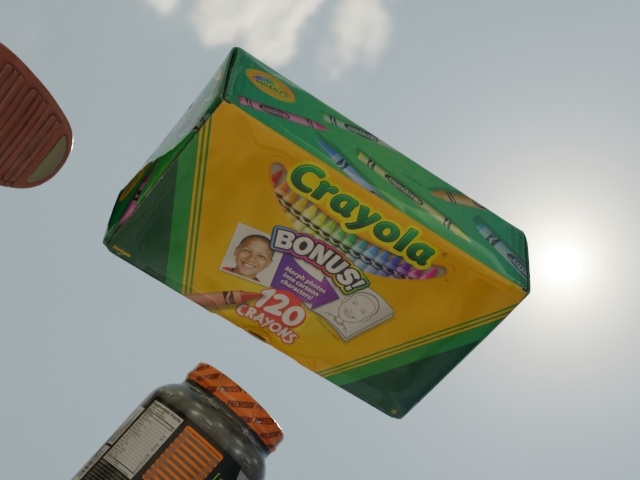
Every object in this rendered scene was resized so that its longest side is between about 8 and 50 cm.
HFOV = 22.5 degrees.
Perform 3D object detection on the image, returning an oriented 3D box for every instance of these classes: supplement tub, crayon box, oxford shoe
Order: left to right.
[{"bbox_3d":[-0.417,-0.191,1.640,0.140,0.397,0.146,-49,-142,2],"label":"oxford shoe"},{"bbox_3d":[-0.123,0.193,1.247,0.190,0.117,0.117,-47,-144,-16],"label":"supplement tub"},{"bbox_3d":[0.000,0.000,1.217,0.165,0.278,0.081,-48,-160,31],"label":"crayon box"}]
